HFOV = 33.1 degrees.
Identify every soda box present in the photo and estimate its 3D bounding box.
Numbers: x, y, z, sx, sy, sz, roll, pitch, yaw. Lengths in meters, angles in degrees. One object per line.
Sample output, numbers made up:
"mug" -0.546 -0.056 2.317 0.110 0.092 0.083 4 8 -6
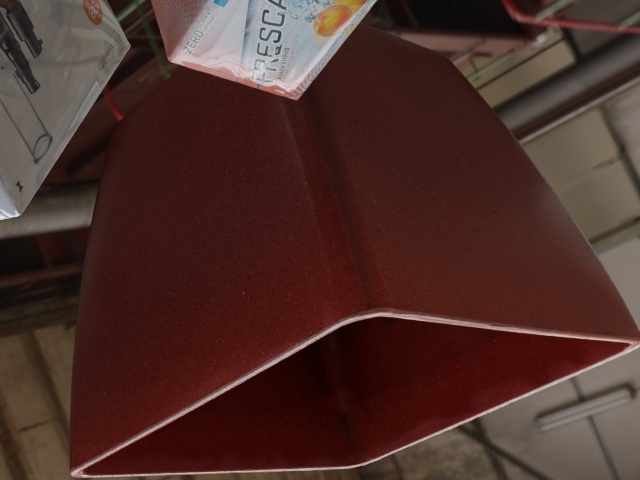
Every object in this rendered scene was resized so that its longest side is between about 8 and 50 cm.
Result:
"soda box" -0.038 -0.141 0.415 0.058 0.063 0.183 12 -137 -37

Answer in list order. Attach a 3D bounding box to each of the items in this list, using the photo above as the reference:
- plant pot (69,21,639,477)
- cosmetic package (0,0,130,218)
"plant pot" 0.000 0.000 0.707 0.267 0.267 0.235 10 -122 -45
"cosmetic package" -0.371 -0.241 1.220 0.377 0.098 0.284 -74 -31 -49
